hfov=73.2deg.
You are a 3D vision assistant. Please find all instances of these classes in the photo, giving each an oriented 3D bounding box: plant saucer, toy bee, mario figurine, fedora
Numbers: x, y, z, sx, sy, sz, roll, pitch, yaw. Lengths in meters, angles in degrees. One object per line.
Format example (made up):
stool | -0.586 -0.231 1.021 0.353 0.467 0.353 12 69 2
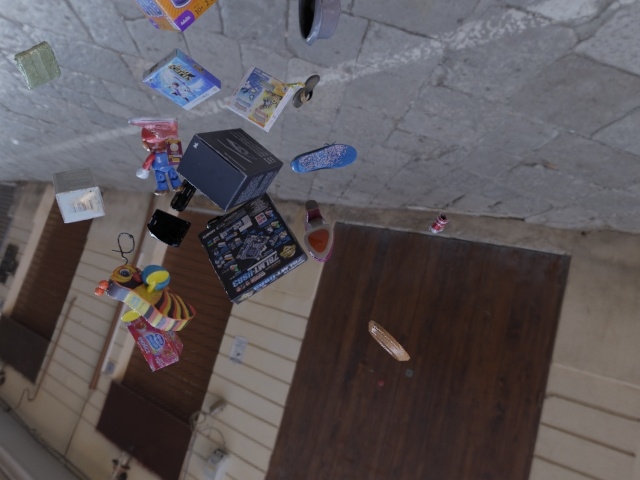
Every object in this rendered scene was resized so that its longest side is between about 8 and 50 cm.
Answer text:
plant saucer | 0.252 0.385 1.627 0.200 0.037 0.200 45 172 8
toy bee | -0.471 0.129 1.084 0.298 0.195 0.162 26 -156 17
mario figurine | -0.727 -0.375 1.956 0.170 0.320 0.198 -4 -163 20
fedora | 0.001 -0.904 1.684 0.125 0.275 0.244 -3 175 -20

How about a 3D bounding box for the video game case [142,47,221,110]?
video game case | -0.660 -0.762 2.063 0.244 0.061 0.270 -19 153 29

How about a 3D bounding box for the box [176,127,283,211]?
box | -0.209 -0.176 1.028 0.153 0.108 0.207 40 -154 5

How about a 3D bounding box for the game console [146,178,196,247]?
game console | -0.662 -0.155 2.022 0.213 0.361 0.044 21 168 27

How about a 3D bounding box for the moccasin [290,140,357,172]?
moccasin | 0.010 -0.426 2.160 0.342 0.137 0.117 -10 -160 -17

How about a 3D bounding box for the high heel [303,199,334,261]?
high heel | 0.000 0.000 1.790 0.127 0.377 0.181 -10 129 3

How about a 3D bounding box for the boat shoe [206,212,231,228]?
boat shoe | -0.405 -0.080 1.763 0.049 0.133 0.042 45 146 21

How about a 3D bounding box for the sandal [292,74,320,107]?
sandal | -0.067 -0.740 2.171 0.090 0.060 0.219 -18 164 -49

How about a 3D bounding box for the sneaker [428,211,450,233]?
sneaker | 0.410 -0.065 1.457 0.042 0.067 0.118 41 -151 12

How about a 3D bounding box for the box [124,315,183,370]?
box | -0.705 0.403 1.839 0.123 0.256 0.128 -23 -164 -1

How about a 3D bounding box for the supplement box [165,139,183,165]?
supplement box | -0.527 -0.318 1.554 0.055 0.083 0.043 -8 176 -20

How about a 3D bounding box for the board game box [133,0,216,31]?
board game box | -0.562 -1.048 1.592 0.357 0.356 0.356 36 170 48

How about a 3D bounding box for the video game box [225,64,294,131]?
video game box | -0.233 -0.540 1.636 0.205 0.187 0.048 34 -176 19

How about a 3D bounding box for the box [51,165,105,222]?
box | -0.953 -0.185 1.698 0.149 0.126 0.232 -16 -144 -26

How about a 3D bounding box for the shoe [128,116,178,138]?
shoe | -0.633 -0.427 1.637 0.178 0.081 0.063 -4 -168 -14

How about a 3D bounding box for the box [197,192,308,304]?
box | -0.239 0.021 1.495 0.293 0.296 0.073 56 180 22

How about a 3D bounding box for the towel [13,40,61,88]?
towel | -0.814 -0.504 1.247 0.027 0.110 0.148 45 155 0

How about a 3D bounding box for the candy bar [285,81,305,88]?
candy bar | -0.123 -0.699 1.945 0.040 0.018 0.161 12 -173 -36
